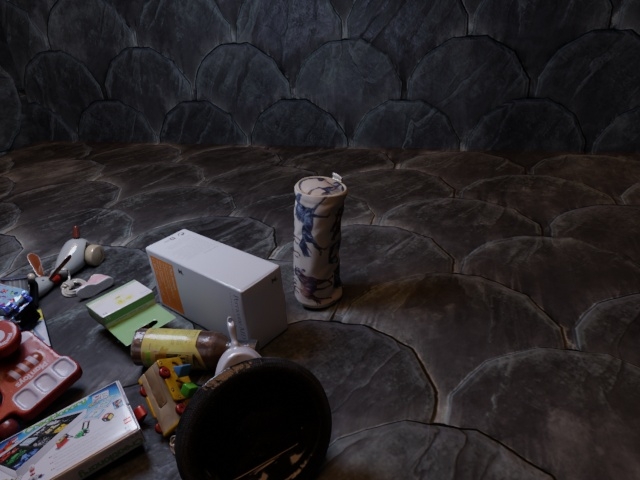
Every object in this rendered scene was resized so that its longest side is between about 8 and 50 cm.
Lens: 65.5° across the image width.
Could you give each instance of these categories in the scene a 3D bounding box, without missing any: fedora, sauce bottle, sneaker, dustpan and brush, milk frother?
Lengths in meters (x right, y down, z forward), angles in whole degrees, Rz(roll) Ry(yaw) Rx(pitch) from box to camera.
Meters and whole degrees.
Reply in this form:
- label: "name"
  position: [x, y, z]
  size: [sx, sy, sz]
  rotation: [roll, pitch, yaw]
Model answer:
- label: "fedora"
  position: [-0.149, 0.401, 1.068]
  size: [0.334, 0.334, 0.152]
  rotation: [-19, 1, -26]
- label: "sauce bottle"
  position: [-0.342, 0.301, 1.375]
  size: [0.344, 0.111, 0.111]
  rotation: [0, 28, 8]
- label: "sneaker"
  position: [-0.813, 0.160, 1.770]
  size: [0.070, 0.051, 0.134]
  rotation: [16, 31, 36]
- label: "dustpan and brush"
  position: [-0.215, 0.305, 1.300]
  size: [0.147, 0.211, 0.060]
  rotation: [-12, 1, -14]
- label: "milk frother"
  position: [-1.029, 0.187, 1.654]
  size: [0.143, 0.134, 0.129]
  rotation: [-2, 3, -1]

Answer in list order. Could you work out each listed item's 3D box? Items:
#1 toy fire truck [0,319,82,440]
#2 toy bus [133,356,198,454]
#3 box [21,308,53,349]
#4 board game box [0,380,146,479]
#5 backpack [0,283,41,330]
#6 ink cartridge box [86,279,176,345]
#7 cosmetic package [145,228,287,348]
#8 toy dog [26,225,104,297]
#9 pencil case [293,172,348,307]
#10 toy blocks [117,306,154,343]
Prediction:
- label: "toy fire truck"
  position: [-0.808, 0.371, 1.265]
  size: [0.254, 0.169, 0.302]
  rotation: [29, 48, 17]
- label: "toy bus"
  position: [-0.354, 0.387, 1.218]
  size: [0.191, 0.202, 0.104]
  rotation: [6, -1, 33]
- label: "box"
  position: [-0.915, 0.306, 1.514]
  size: [0.159, 0.044, 0.233]
  rotation: [-20, 32, -26]
- label: "board game box"
  position: [-0.575, 0.465, 1.131]
  size: [0.305, 0.053, 0.193]
  rotation: [-26, 35, -24]
- label: "backpack"
  position: [-0.963, 0.229, 1.484]
  size: [0.158, 0.117, 0.173]
  rotation: [14, 39, 16]
- label: "ink cartridge box"
  position: [-0.579, 0.214, 1.519]
  size: [0.235, 0.056, 0.171]
  rotation: [19, 37, 40]
- label: "cosmetic package"
  position: [-0.326, 0.144, 1.546]
  size: [0.453, 0.230, 0.161]
  rotation: [17, 35, 36]
- label: "toy dog"
  position: [-0.958, 0.064, 1.848]
  size: [0.220, 0.161, 0.333]
  rotation: [-5, 28, -1]
- label: "pencil case"
  position: [0.000, 0.000, 1.579]
  size: [0.160, 0.410, 0.183]
  rotation: [17, 28, 31]
- label: "toy blocks"
  position: [-0.595, 0.259, 1.550]
  size: [0.123, 0.054, 0.148]
  rotation: [11, 32, 25]
